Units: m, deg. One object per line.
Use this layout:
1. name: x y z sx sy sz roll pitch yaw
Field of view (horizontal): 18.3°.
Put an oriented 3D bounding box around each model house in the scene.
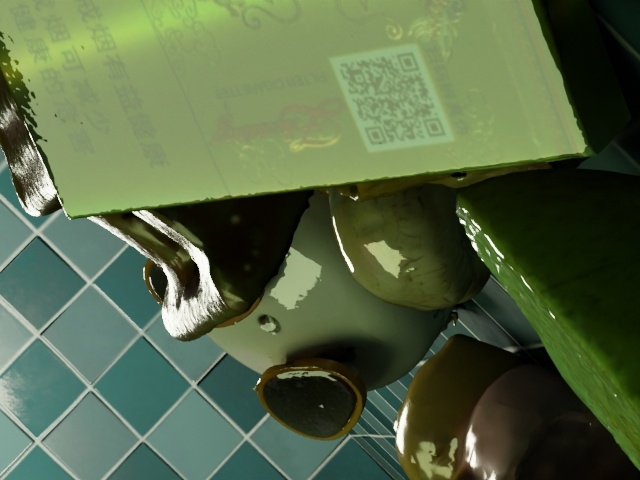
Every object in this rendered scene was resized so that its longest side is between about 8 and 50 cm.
1. model house: -0.127 -0.064 1.200 0.239 0.173 0.268 33 162 -10

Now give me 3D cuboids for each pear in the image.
1. pear: 0.175 0.043 0.961 0.239 0.139 0.288 43 176 28

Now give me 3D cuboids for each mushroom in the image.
1. mushroom: 0.063 -0.022 1.249 0.148 0.112 0.148 -13 -90 -85

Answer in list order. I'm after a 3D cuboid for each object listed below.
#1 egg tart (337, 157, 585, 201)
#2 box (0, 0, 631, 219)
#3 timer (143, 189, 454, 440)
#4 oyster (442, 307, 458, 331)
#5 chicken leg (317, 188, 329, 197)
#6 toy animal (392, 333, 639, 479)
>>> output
1. egg tart: -0.001 -0.124 1.024 0.341 0.129 0.341 42 173 7
2. box: -0.028 -0.103 0.884 0.311 0.043 0.173 -6 116 40
3. timer: 0.000 0.000 1.531 0.233 0.240 0.233 19 141 17
4. oyster: 0.074 0.046 1.738 0.103 0.051 0.148 50 -177 8
5. chicken leg: 0.040 -0.051 1.358 0.207 0.085 0.101 37 161 -9
6. toy animal: 0.153 0.175 1.645 0.281 0.195 0.169 20 115 61
